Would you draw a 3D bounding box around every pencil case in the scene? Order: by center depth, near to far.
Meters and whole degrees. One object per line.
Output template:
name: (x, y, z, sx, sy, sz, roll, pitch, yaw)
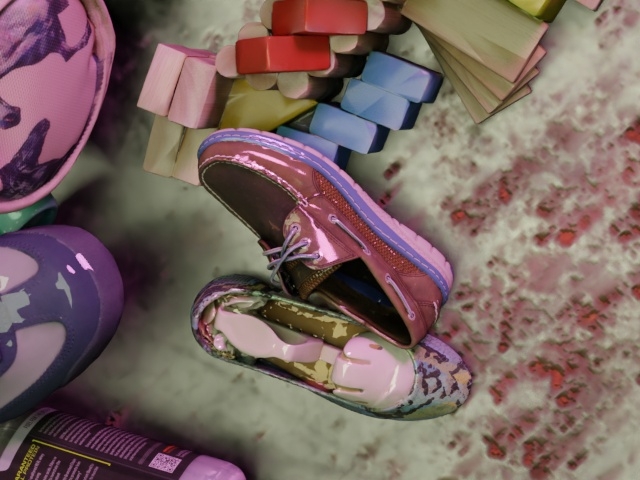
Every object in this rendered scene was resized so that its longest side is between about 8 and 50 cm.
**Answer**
pencil case: (-0.323, -0.162, 0.960, 0.410, 0.160, 0.183, 27, 60, 19)

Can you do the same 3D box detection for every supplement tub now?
supplement tub: (-0.152, 0.177, 0.996, 0.190, 0.117, 0.117, 16, 99, 14)

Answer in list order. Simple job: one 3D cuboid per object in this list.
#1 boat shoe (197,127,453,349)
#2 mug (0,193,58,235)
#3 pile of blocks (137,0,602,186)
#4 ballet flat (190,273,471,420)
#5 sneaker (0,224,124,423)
boat shoe: (0.000, 0.000, 0.929, 0.183, 0.066, 0.066, 32, 138, -10)
mug: (-0.232, 0.035, 1.014, 0.157, 0.097, 0.129, -11, 92, 15)
pile of blocks: (0.038, -0.123, 0.918, 0.362, 0.112, 0.149, -34, 86, 16)
ballet flat: (0.001, 0.074, 0.972, 0.188, 0.070, 0.070, 15, 99, 13)
sneaker: (-0.270, 0.083, 0.909, 0.319, 0.131, 0.112, -24, 88, 16)
